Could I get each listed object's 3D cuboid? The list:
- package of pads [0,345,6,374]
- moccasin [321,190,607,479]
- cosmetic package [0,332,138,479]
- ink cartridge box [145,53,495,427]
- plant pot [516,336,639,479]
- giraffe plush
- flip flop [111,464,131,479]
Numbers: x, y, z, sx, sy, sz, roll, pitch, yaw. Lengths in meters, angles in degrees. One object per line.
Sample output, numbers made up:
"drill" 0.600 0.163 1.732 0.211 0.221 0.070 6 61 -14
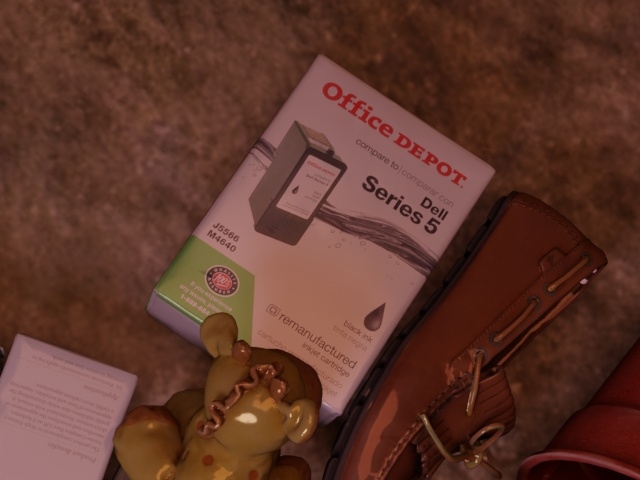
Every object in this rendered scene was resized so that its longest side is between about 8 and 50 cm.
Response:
"package of pads" -0.440 0.140 1.462 0.229 0.101 0.296 39 75 2
"moccasin" 0.127 0.135 1.546 0.147 0.139 0.380 35 65 9
"cosmetic package" -0.249 0.208 1.488 0.117 0.085 0.231 21 77 -4
"ink cartridge box" 0.000 0.000 1.557 0.198 0.115 0.273 34 74 0
"plant pot" 0.357 0.171 1.513 0.272 0.272 0.265 37 67 0
"giraffe plush" -0.068 0.152 1.417 0.181 0.210 0.170 28 114 2
"flip flop" -0.153 0.311 1.479 0.112 0.080 0.277 17 74 -5
